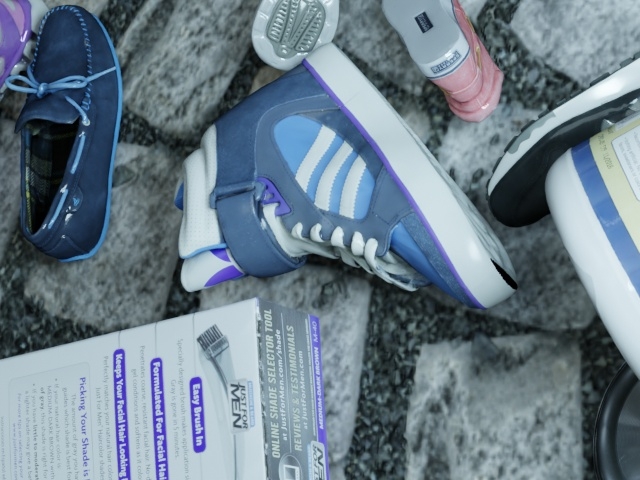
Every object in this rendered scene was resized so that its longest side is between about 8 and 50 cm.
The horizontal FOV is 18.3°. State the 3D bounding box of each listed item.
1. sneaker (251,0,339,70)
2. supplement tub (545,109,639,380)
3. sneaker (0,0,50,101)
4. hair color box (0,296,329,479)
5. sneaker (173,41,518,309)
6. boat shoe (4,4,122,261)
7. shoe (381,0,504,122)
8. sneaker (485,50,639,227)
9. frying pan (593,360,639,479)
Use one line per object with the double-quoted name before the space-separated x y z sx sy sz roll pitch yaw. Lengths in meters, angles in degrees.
"sneaker" -0.001 -0.272 1.782 0.232 0.090 0.115 -58 19 13
"supplement tub" 0.345 -0.030 1.410 0.316 0.228 0.228 -30 64 14
"sneaker" -0.370 -0.156 2.004 0.095 0.104 0.236 35 100 32
"hair color box" -0.160 0.179 1.789 0.339 0.110 0.185 -14 71 32
"sneaker" 0.000 0.000 1.687 0.236 0.130 0.323 -40 53 7
"boat shoe" -0.246 -0.112 1.920 0.109 0.089 0.258 -17 71 30
"shoe" 0.106 -0.172 1.717 0.063 0.081 0.178 -32 34 11
"sneaker" 0.261 -0.072 1.569 0.283 0.107 0.124 -36 68 22
"frying pan" 0.248 0.189 1.555 0.326 0.053 0.197 -34 62 20
